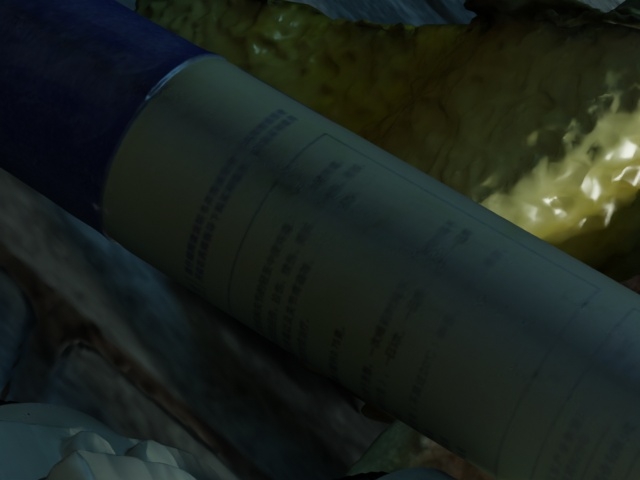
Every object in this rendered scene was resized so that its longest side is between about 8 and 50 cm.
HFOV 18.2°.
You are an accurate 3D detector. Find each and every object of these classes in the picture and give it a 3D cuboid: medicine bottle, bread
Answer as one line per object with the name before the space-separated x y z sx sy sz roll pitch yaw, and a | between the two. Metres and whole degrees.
medicine bottle | 0.000 0.000 0.519 0.231 0.059 0.059 31 15 20
bread | 0.048 0.001 0.628 0.252 0.133 0.174 10 -15 43

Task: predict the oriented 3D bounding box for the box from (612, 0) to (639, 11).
box | 0.211 0.007 0.940 0.178 0.138 0.274 43 23 -28

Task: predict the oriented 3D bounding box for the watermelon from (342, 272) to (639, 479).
watermelon | 0.130 0.053 0.567 0.154 0.241 0.094 47 11 -3

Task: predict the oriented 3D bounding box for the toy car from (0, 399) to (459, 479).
toy car | 0.013 0.119 0.398 0.301 0.118 0.193 17 37 -56
